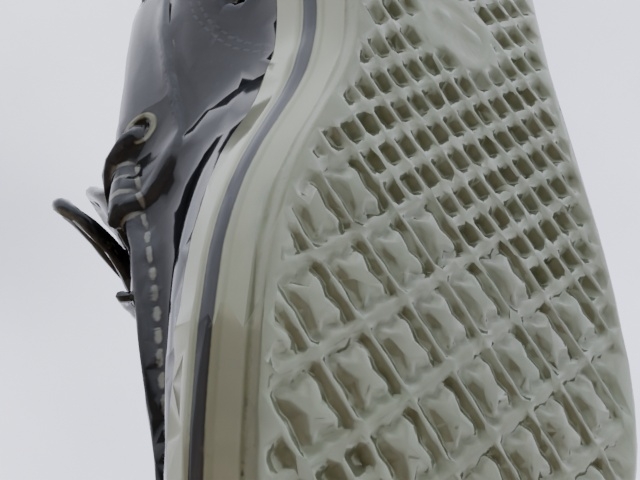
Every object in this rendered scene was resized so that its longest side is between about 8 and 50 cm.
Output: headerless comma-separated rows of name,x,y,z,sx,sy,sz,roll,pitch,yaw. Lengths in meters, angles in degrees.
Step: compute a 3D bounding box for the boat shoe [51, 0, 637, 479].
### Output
boat shoe,0.000,0.000,0.598,0.187,0.500,0.156,31,-53,-29
